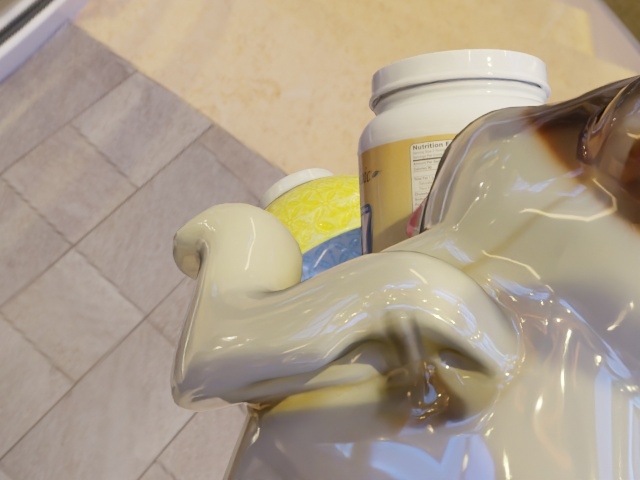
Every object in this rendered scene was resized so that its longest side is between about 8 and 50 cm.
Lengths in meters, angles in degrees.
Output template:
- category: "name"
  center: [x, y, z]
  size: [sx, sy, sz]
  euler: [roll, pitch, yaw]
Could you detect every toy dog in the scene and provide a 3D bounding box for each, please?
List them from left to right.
- category: "toy dog"
  center: [0.081, 0.103, 0.434]
  size: [0.408, 0.395, 0.284]
  euler: [-58, 137, -17]

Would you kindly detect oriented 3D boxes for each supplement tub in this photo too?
- category: "supplement tub"
  center: [0.099, -0.016, 0.689]
  size: [0.144, 0.144, 0.200]
  euler: [2, 82, -29]

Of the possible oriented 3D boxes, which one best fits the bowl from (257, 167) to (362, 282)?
- category: "bowl"
  center: [0.000, 0.000, 1.313]
  size: [0.289, 0.289, 0.156]
  euler: [-8, 58, -33]
